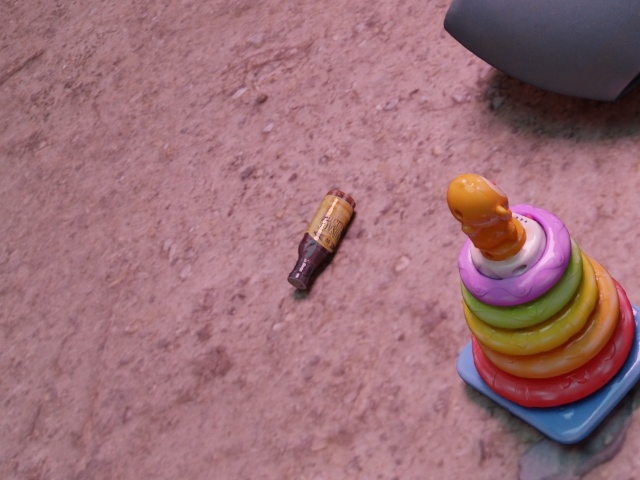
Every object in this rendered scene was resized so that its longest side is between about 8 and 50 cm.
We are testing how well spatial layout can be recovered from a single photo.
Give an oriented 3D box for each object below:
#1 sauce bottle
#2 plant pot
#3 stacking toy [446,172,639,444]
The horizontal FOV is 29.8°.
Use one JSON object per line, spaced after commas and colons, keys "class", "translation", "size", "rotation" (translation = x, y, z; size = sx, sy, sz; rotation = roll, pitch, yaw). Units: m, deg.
{"class": "sauce bottle", "translation": [0.000, 0.000, 1.434], "size": [0.042, 0.042, 0.128], "rotation": [8, 61, 35]}
{"class": "plant pot", "translation": [0.309, -0.271, 1.341], "size": [0.290, 0.290, 0.195], "rotation": [-41, 81, -6]}
{"class": "stacking toy", "translation": [0.184, 0.033, 1.110], "size": [0.165, 0.302, 0.175], "rotation": [-47, 45, -11]}
